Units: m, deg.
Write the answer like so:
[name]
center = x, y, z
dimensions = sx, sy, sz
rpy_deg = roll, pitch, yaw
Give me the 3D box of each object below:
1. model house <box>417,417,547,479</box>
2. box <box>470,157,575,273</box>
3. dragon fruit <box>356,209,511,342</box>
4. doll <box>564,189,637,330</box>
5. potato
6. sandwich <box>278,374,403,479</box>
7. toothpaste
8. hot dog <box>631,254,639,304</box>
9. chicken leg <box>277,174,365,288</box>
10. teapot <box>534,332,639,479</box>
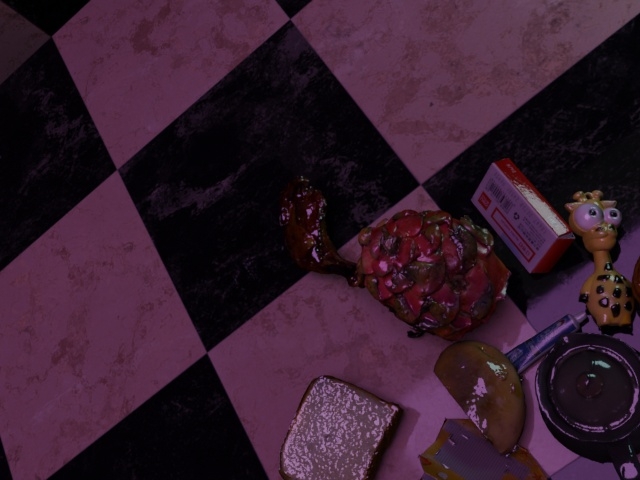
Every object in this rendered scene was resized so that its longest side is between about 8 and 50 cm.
[model house]
center = 0.292, 0.470, 1.345
dimensions = 0.219, 0.207, 0.135
rpy_deg = 28, 123, 21
[box]
center = 0.413, -0.049, 1.457
dimensions = 0.050, 0.123, 0.229
rpy_deg = -16, 56, -28
[dragon fruit]
center = 0.206, 0.058, 1.418
dimensions = 0.291, 0.269, 0.250
rpy_deg = 25, 80, -11
[doll]
center = 0.552, 0.033, 1.378
dimensions = 0.117, 0.086, 0.291
rpy_deg = 1, 70, -5
[potato]
center = 0.320, 0.280, 1.371
dimensions = 0.138, 0.098, 0.243
rpy_deg = -43, 47, 3
[sandwich]
center = 0.038, 0.429, 1.491
dimensions = 0.226, 0.087, 0.251
rpy_deg = 18, 79, 28
[toothpaste]
center = 0.444, 0.202, 1.401
dimensions = 0.197, 0.035, 0.057
rpy_deg = -38, 50, 13
[hot dog]
center = 0.695, 0.031, 1.288
dimensions = 0.196, 0.122, 0.272
rpy_deg = 25, 81, 29
[chicken leg]
center = 0.000, 0.000, 1.634
dimensions = 0.158, 0.096, 0.407
rpy_deg = -59, 40, 24
[teapot]
center = 0.468, 0.299, 1.208
dimensions = 0.224, 0.285, 0.305
rpy_deg = 3, 73, 27
